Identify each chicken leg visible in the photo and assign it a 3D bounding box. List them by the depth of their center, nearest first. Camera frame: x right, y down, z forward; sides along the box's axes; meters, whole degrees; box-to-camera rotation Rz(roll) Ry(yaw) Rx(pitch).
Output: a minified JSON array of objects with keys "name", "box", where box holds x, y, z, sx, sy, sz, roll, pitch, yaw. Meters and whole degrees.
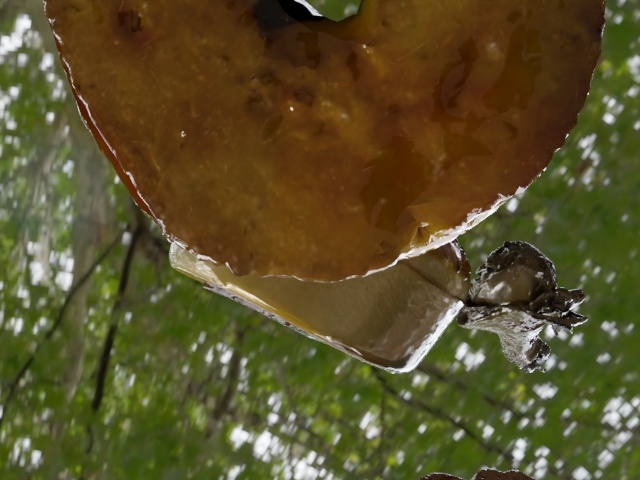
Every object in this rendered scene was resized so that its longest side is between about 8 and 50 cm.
[{"name":"chicken leg","box":[0.197,0.075,1.575,0.125,0.196,0.080,24,-118,2]}]

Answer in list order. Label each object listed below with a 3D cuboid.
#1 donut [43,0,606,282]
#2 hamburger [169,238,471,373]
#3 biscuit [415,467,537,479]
[{"name":"donut","box":[0.003,-0.103,0.671,0.253,0.118,0.253,-5,-105,18]},{"name":"hamburger","box":[0.000,0.000,1.437,0.300,0.300,0.176,27,-94,2]},{"name":"biscuit","box":[0.142,0.291,1.431,0.186,0.044,0.295,41,-150,23]}]
